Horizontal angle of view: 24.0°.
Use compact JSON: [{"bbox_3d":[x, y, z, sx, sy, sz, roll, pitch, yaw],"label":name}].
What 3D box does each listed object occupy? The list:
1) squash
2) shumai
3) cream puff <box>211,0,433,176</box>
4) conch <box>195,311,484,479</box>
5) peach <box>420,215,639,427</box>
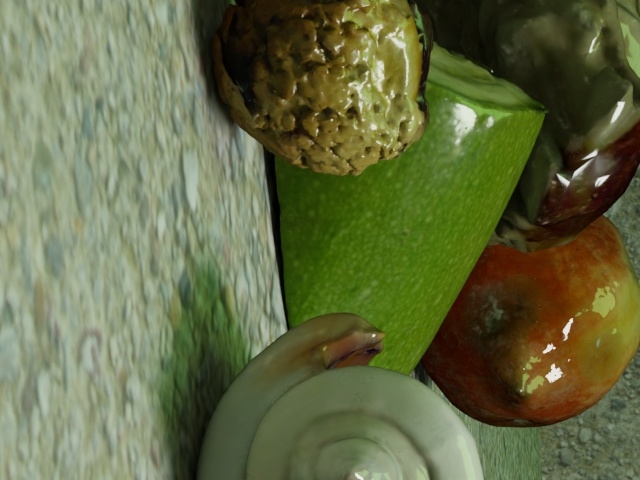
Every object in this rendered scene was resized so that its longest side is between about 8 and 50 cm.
[{"bbox_3d":[0.000,0.000,0.962,0.288,0.203,0.111,-60,-178,25],"label":"squash"},{"bbox_3d":[0.175,-0.111,1.109,0.283,0.217,0.346,45,-49,49],"label":"shumai"},{"bbox_3d":[-0.002,-0.097,0.805,0.104,0.119,0.133,-8,82,-57],"label":"cream puff"},{"bbox_3d":[-0.007,0.135,0.752,0.158,0.127,0.255,61,-20,18],"label":"conch"},{"bbox_3d":[0.190,0.075,1.414,0.256,0.232,0.232,-61,145,-54],"label":"peach"}]
